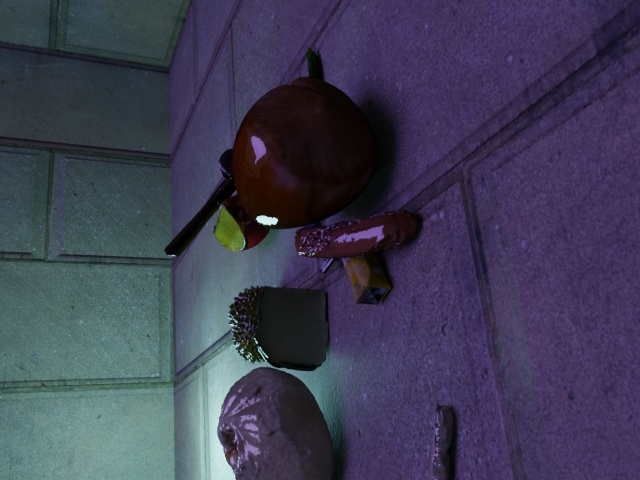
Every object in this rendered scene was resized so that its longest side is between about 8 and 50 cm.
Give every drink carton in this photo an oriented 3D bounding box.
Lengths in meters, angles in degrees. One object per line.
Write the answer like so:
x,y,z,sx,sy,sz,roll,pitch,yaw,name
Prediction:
0.088,0.046,1.430,0.084,0.074,0.200,117,148,-41,drink carton

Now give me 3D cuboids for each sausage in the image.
0.062,-0.006,1.365,0.327,0.079,0.087,-8,46,42,sausage

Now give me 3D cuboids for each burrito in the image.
0.215,0.386,1.141,0.045,0.041,0.185,-3,-84,-72,burrito

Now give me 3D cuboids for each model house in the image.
-0.096,0.239,1.704,0.189,0.195,0.214,146,124,-70,model house

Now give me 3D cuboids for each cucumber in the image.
-0.016,-0.465,1.786,0.039,0.039,0.168,134,137,-56,cucumber

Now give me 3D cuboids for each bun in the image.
-0.127,0.503,1.613,0.349,0.227,0.352,45,143,41,bun

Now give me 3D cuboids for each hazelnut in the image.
-0.039,-0.184,1.460,0.315,0.372,0.372,37,131,16,hazelnut

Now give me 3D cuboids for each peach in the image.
-0.250,-0.047,2.120,0.154,0.159,0.267,51,149,13,peach

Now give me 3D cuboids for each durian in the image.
-0.186,0.254,1.928,0.200,0.176,0.237,97,155,-65,durian

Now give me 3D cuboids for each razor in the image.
0.000,0.000,1.681,0.082,0.042,0.253,-56,30,12,razor

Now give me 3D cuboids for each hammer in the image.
-0.358,-0.102,2.114,0.409,0.095,0.242,-52,-10,-7,hammer
